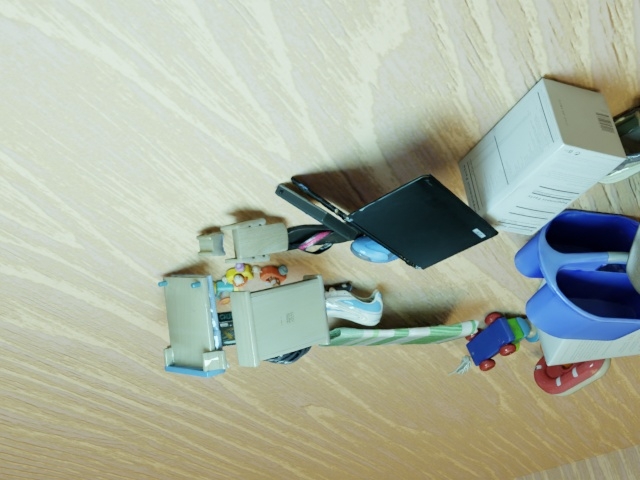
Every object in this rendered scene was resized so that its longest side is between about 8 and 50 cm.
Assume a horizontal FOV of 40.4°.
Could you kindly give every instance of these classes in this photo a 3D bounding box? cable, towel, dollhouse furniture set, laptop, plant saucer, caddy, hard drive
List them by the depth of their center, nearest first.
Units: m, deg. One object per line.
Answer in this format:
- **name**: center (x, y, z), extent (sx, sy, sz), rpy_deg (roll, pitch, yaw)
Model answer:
- **laptop**: center (0.124, -0.058, 1.492), extent (0.234, 0.264, 0.136), rpy_deg (34, 93, -43)
- **hard drive**: center (-0.008, -0.048, 1.510), extent (0.094, 0.135, 0.022), rpy_deg (32, 91, -47)
- **plant saucer**: center (0.620, -0.050, 1.578), extent (0.050, 0.310, 0.310), rpy_deg (22, 157, 22)
- **dollhouse furniture set**: center (-0.170, 0.104, 1.699), extent (0.303, 0.286, 0.198), rpy_deg (-4, -176, 43)
- **caddy**: center (0.560, 0.066, 1.745), extent (0.341, 0.241, 0.179), rpy_deg (4, 152, -23)
- **cable**: center (-0.097, 0.186, 1.820), extent (0.150, 0.184, 0.047), rpy_deg (-6, 124, -10)
- **towel**: center (0.172, 0.213, 1.996), extent (0.325, 0.038, 0.248), rpy_deg (0, 169, -14)

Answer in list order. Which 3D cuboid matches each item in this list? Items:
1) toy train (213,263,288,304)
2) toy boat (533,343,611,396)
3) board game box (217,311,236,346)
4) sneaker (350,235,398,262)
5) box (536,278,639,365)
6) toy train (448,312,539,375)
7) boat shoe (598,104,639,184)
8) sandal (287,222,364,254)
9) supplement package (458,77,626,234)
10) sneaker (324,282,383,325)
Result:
- **toy train**: center (-0.149, 0.097, 1.778), extent (0.166, 0.046, 0.125), rpy_deg (-32, 142, 31)
- **toy boat**: center (0.639, 0.303, 2.277), extent (0.151, 0.151, 0.231), rpy_deg (35, 134, -9)
- **board game box**: center (-0.137, 0.190, 1.952), extent (0.186, 0.026, 0.126), rpy_deg (-7, 149, -6)
- **sneaker**: center (0.159, -0.006, 1.682), extent (0.209, 0.069, 0.082), rpy_deg (-2, 130, -18)
- **box**: center (0.684, 0.149, 1.978), extent (0.345, 0.168, 0.215), rpy_deg (-6, 148, -5)
- **toy train**: center (0.436, 0.268, 2.184), extent (0.143, 0.105, 0.248), rpy_deg (-6, 151, -32)
- **boat shoe**: center (0.560, -0.186, 1.464), extent (0.092, 0.103, 0.285), rpy_deg (15, 147, -42)
- **sandal**: center (0.000, 0.000, 1.665), extent (0.179, 0.040, 0.067), rpy_deg (-8, 150, -3)
- **supplement package**: center (0.362, -0.133, 1.456), extent (0.134, 0.139, 0.244), rpy_deg (9, 147, -26)
- **sneaker**: center (0.017, 0.127, 1.860), extent (0.237, 0.086, 0.085), rpy_deg (7, -177, -7)
